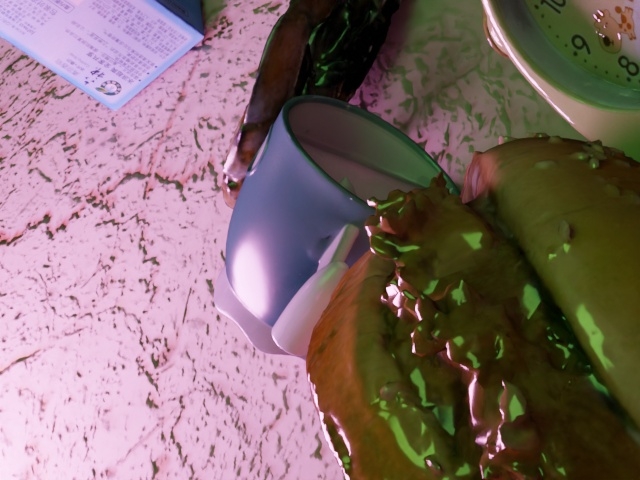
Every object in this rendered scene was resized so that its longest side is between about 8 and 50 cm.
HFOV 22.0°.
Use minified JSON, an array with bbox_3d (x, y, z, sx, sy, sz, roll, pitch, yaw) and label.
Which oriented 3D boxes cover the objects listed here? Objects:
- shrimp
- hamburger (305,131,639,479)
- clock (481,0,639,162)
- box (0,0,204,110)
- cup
[{"bbox_3d":[0.009,-0.187,1.408,0.071,0.233,0.365,27,73,9],"label":"shrimp"},{"bbox_3d":[0.150,0.091,0.970,0.268,0.287,0.445,-41,49,14],"label":"hamburger"},{"bbox_3d":[0.203,-0.191,1.085,0.096,0.308,0.235,-37,-18,-37],"label":"clock"},{"bbox_3d":[-0.250,-0.251,1.695,0.142,0.232,0.083,-37,42,25],"label":"box"},{"bbox_3d":[0.000,0.000,1.312,0.173,0.167,0.299,-54,9,28],"label":"cup"}]
